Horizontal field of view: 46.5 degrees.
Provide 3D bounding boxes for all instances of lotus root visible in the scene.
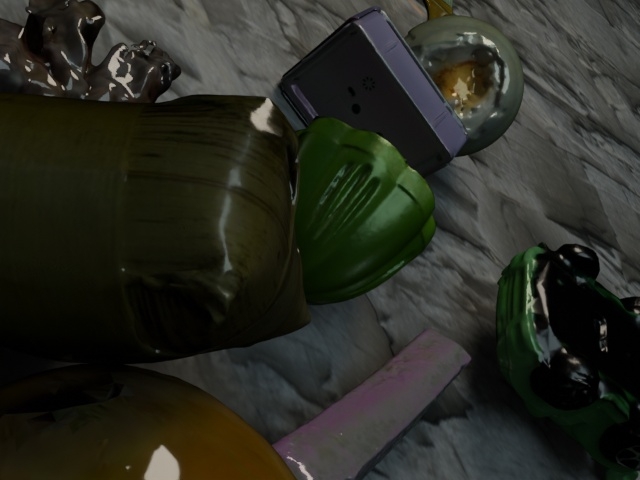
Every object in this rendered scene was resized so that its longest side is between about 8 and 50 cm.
[{"bbox_3d":[0.000,0.000,0.731,0.186,0.186,0.186,23,54,-35],"label":"lotus root"}]

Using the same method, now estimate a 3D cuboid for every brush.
[{"bbox_3d":[0.185,-0.350,1.203,0.083,0.010,0.218,30,51,-30],"label":"brush"}]

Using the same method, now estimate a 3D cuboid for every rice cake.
[{"bbox_3d":[0.056,0.165,0.714,0.073,0.056,0.365,38,30,20],"label":"rice cake"}]

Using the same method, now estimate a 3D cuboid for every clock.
[{"bbox_3d":[0.062,-0.155,0.872,0.193,0.145,0.073,54,42,-8],"label":"clock"}]

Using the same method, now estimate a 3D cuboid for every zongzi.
[{"bbox_3d":[-0.146,0.014,0.484,0.274,0.300,0.145,5,73,5],"label":"zongzi"}]

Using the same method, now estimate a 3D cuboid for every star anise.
[{"bbox_3d":[-0.200,-0.073,0.591,0.332,0.118,0.331,17,60,-32],"label":"star anise"}]

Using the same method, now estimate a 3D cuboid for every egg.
[{"bbox_3d":[0.172,-0.201,0.983,0.183,0.183,0.217,59,7,-2],"label":"egg"}]

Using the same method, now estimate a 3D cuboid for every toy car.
[{"bbox_3d":[0.344,0.170,0.958,0.359,0.176,0.213,33,48,-22],"label":"toy car"}]

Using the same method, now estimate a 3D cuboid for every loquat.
[{"bbox_3d":[-0.123,0.201,0.410,0.263,0.263,0.262,23,54,-35],"label":"loquat"}]
